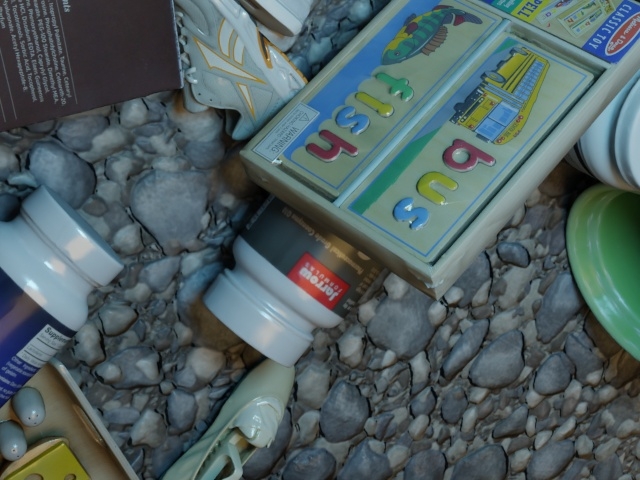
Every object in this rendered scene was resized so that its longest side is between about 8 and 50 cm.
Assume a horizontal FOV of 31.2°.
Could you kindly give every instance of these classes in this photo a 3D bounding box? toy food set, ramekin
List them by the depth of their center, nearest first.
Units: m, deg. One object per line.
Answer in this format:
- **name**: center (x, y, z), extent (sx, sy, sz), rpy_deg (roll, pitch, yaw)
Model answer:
- **toy food set**: center (-0.380, 0.297, 1.318), extent (0.306, 0.092, 0.220), rpy_deg (-33, 123, -11)
- **ramekin**: center (0.493, 0.026, 1.554), extent (0.148, 0.303, 0.303), rpy_deg (-29, 123, -23)

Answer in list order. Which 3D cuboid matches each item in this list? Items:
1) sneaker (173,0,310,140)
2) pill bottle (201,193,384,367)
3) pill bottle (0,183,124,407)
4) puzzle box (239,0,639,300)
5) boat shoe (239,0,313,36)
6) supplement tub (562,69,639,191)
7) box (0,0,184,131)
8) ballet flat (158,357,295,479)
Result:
- **sneaker**: center (-0.121, -0.202, 1.227), extent (0.121, 0.099, 0.262), rpy_deg (-44, 128, 1)
- **pill bottle**: center (0.000, 0.000, 1.347), extent (0.161, 0.161, 0.283), rpy_deg (38, 91, -35)
- **pill bottle**: center (-0.342, 0.076, 1.202), extent (0.265, 0.153, 0.153), rpy_deg (-45, 125, -4)
- **puzzle box**: center (0.144, -0.154, 1.242), extent (0.409, 0.272, 0.052), rpy_deg (-47, 152, -18)
- **boat shoe**: center (-0.074, -0.295, 1.236), extent (0.184, 0.066, 0.063), rpy_deg (37, 78, -33)
- **supplement tub**: center (0.351, -0.174, 1.391), extent (0.191, 0.272, 0.191), rpy_deg (-12, 117, -24)
- **box**: center (-0.258, -0.226, 1.083), extent (0.203, 0.168, 0.167), rpy_deg (-16, 127, -18)
- **ballet flat**: center (-0.106, 0.259, 1.458), extent (0.248, 0.086, 0.086), rpy_deg (-51, 125, 0)
